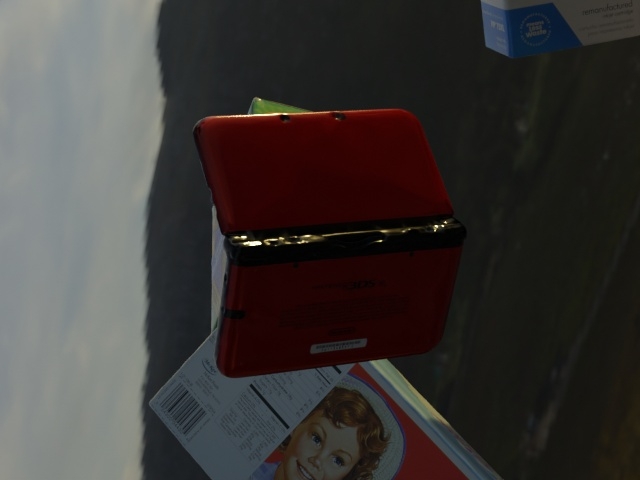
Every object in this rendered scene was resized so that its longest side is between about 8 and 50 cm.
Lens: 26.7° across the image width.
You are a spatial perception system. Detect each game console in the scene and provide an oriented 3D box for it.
[{"bbox_3d":[0.000,0.000,0.765,0.085,0.144,0.124,-130,42,-51],"label":"game console"}]

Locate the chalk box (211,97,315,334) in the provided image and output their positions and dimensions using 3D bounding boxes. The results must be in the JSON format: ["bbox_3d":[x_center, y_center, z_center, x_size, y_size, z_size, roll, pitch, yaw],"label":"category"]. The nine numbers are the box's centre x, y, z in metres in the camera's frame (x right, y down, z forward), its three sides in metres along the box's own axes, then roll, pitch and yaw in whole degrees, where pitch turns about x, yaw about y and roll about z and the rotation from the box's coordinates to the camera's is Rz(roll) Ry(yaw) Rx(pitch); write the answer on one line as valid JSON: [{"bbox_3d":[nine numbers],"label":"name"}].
[{"bbox_3d":[-0.016,-0.028,1.499,0.289,0.180,0.179,-95,22,-46],"label":"chalk box"}]

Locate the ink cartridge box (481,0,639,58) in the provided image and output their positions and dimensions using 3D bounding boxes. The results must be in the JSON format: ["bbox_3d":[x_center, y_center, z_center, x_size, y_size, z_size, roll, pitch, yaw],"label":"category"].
[{"bbox_3d":[0.214,-0.296,1.239,0.078,0.134,0.231,-125,24,-69],"label":"ink cartridge box"}]

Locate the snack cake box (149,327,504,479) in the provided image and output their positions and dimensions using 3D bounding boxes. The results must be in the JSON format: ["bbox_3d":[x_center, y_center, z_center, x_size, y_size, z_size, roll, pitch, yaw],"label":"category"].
[{"bbox_3d":[0.014,0.162,1.002,0.152,0.264,0.089,-47,-27,4],"label":"snack cake box"}]
